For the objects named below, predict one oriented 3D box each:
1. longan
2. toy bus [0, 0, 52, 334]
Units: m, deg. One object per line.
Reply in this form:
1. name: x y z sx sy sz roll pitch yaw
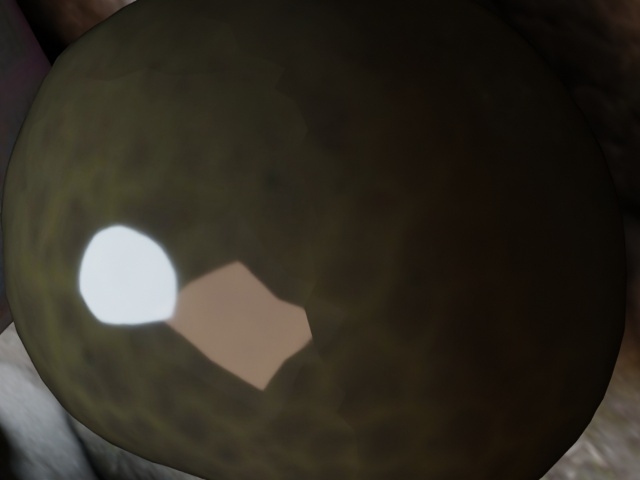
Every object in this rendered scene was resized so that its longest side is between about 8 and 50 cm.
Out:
1. longan: 0.000 0.000 0.650 0.212 0.198 0.198 17 134 15
2. toy bus: -0.239 -0.123 0.765 0.171 0.162 0.386 -5 120 36
